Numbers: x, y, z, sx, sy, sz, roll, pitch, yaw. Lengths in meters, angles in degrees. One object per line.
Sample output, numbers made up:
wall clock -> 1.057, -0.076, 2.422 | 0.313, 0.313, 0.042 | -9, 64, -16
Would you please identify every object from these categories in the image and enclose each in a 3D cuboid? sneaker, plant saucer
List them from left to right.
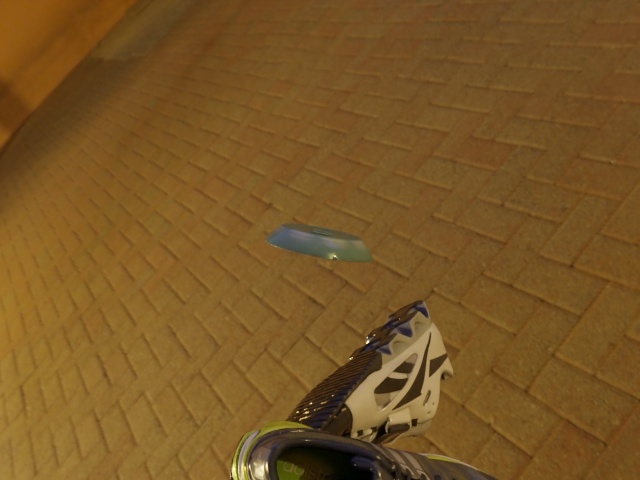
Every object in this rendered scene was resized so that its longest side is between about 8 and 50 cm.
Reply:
plant saucer -> 0.000, 0.000, 0.676 | 0.119, 0.119, 0.021 | 21, 102, 59
sneaker -> 0.079, 0.217, 0.825 | 0.330, 0.146, 0.122 | -34, 2, -40
sneaker -> 0.062, 0.249, 0.607 | 0.121, 0.299, 0.111 | 122, 160, -72
